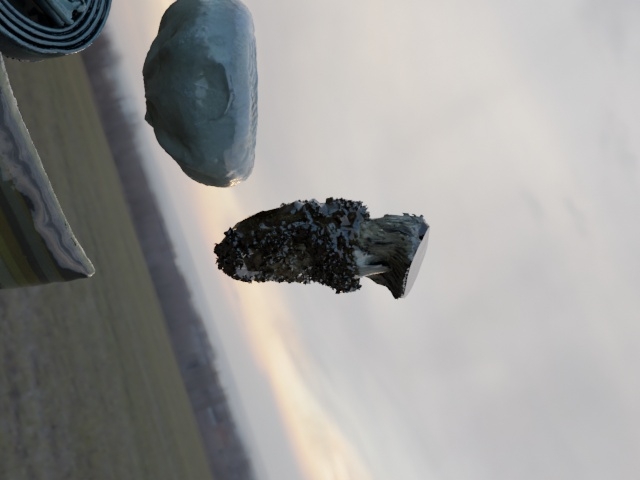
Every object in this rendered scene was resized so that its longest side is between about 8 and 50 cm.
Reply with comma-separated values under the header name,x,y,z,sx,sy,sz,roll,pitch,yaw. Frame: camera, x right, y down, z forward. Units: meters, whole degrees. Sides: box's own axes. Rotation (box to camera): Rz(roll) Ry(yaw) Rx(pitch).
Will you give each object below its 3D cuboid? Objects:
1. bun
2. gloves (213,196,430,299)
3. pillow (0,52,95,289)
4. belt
name,x,y,z,sx,sy,sz,roll,pitch,yaw
bun,-0.202,-0.257,1.922,0.354,0.194,0.354,178,-90,-87
gloves,-0.001,0.007,1.661,0.210,0.313,0.135,93,3,-84
pillow,-0.275,-0.029,0.724,0.208,0.212,0.052,79,2,-50
belt,-0.391,-0.355,1.470,0.116,0.206,0.267,3,-32,46
